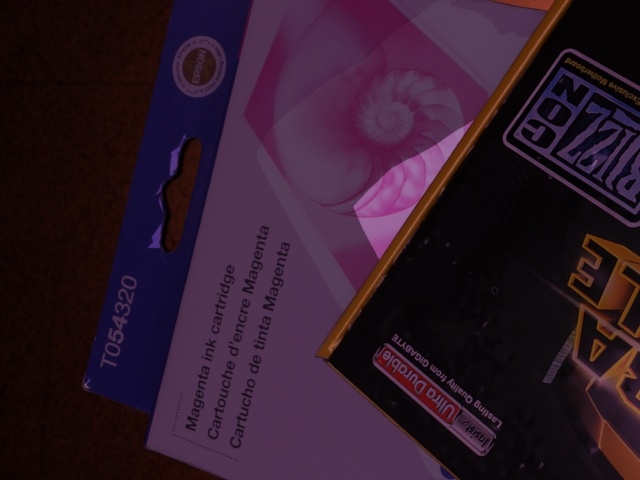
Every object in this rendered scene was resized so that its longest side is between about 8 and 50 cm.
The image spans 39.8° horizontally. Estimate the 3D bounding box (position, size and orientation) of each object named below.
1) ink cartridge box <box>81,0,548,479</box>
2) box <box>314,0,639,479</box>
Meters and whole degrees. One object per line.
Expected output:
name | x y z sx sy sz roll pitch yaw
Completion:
ink cartridge box | 0.000 0.000 0.559 0.330 0.071 0.324 15 95 19
box | 0.191 0.048 0.383 0.322 0.079 0.257 39 99 28
